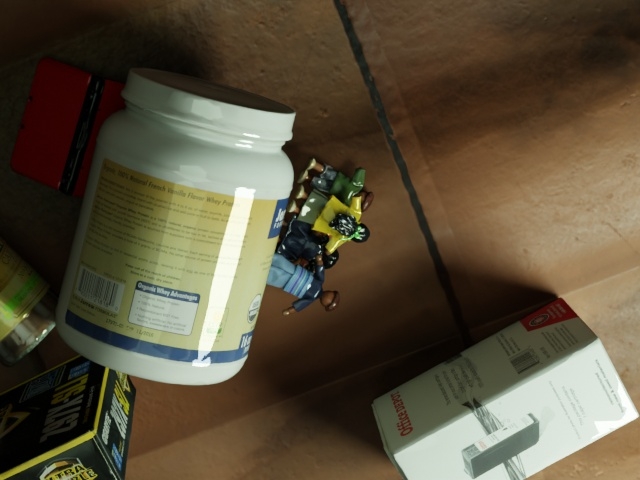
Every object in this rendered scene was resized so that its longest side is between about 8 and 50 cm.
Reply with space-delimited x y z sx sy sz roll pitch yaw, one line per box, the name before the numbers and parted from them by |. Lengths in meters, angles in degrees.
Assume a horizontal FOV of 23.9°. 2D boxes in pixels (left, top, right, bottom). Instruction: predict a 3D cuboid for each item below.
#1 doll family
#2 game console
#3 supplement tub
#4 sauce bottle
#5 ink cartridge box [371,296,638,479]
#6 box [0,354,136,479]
doll family | 0.000 0.000 1.802 0.111 0.076 0.193 29 103 -13
game console | -0.279 -0.129 1.783 0.124 0.085 0.144 10 103 -38
supplement tub | -0.159 -0.019 1.704 0.228 0.228 0.316 14 101 -7
sauce bottle | -0.449 -0.004 1.747 0.111 0.111 0.344 -44 103 5
ink cartridge box | 0.211 0.200 1.790 0.272 0.197 0.114 -28 102 2
box | -0.342 0.241 1.698 0.257 0.322 0.079 -24 103 2
